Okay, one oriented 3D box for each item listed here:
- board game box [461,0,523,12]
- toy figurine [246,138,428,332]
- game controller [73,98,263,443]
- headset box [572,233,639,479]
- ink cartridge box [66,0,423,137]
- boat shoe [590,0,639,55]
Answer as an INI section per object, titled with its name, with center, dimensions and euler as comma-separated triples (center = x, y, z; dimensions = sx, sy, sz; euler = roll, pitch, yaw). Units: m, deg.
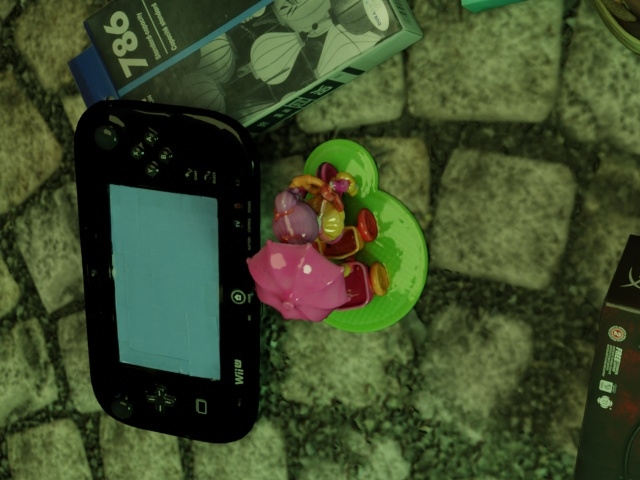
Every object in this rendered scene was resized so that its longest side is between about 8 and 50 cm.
[board game box]
center = 0.204, -0.277, 0.797
dimensions = 0.210, 0.047, 0.160
euler = -8, 91, 23
[toy figurine]
center = 0.000, 0.000, 0.841
dimensions = 0.130, 0.159, 0.173
euler = -11, 89, 22
[game controller]
center = -0.130, 0.033, 0.908
dimensions = 0.166, 0.067, 0.319
euler = 12, 116, 23
[headset box]
center = 0.333, 0.139, 0.707
dimensions = 0.293, 0.110, 0.218
euler = 13, 121, 20
[ink cartridge box]
center = -0.091, -0.171, 0.918
dimensions = 0.332, 0.065, 0.165
euler = -29, 84, 22
[boat shoe]
center = 0.163, -0.278, 0.720
dimensions = 0.123, 0.123, 0.342
euler = -34, 81, 21
